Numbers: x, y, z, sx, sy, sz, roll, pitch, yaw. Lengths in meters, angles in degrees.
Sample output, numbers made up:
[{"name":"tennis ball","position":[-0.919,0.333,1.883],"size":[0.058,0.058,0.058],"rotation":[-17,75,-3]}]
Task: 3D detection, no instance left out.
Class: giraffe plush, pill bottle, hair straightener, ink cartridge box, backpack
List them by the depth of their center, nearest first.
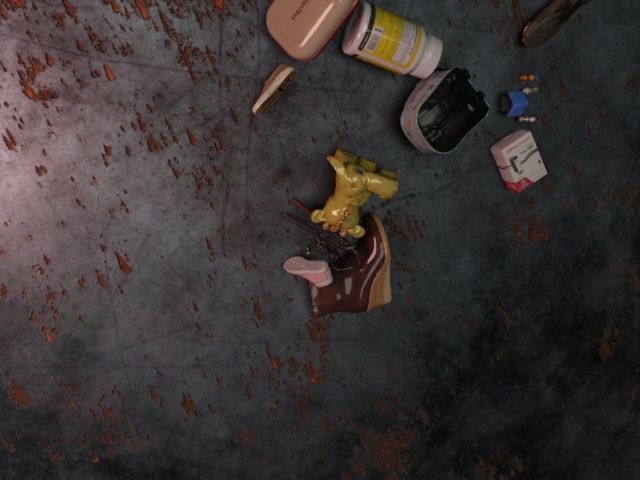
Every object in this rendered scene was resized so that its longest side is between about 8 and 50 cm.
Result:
[{"name":"pill bottle","position":[0.165,-0.452,1.322],"size":[0.209,0.119,0.119],"rotation":[15,99,-21]},{"name":"giraffe plush","position":[0.071,-0.099,1.357],"size":[0.182,0.210,0.170],"rotation":[29,111,11]},{"name":"backpack","position":[0.282,-0.302,1.382],"size":[0.166,0.144,0.188],"rotation":[44,74,-29]},{"name":"hair straightener","position":[0.000,0.000,1.399],"size":[0.230,0.047,0.089],"rotation":[37,92,-6]},{"name":"ink cartridge box","position":[0.528,-0.213,1.537],"size":[0.099,0.056,0.135],"rotation":[-34,112,-6]}]

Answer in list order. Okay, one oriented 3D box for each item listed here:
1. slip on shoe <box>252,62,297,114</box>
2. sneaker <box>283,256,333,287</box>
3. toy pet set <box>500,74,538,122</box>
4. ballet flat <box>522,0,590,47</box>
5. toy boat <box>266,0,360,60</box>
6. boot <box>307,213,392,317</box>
[{"name":"slip on shoe","position":[-0.112,-0.344,1.306],"size":[0.041,0.051,0.135],"rotation":[43,99,17]},{"name":"sneaker","position":[-0.028,0.081,1.408],"size":[0.051,0.135,0.070],"rotation":[-57,134,-32]},{"name":"toy pet set","position":[0.530,-0.365,1.492],"size":[0.114,0.065,0.122],"rotation":[-8,106,-16]},{"name":"ballet flat","position":[0.603,-0.587,1.467],"size":[0.250,0.058,0.084],"rotation":[-42,148,2]},{"name":"toy boat","position":[0.002,-0.506,1.250],"size":[0.151,0.151,0.231],"rotation":[49,122,6]},{"name":"boot","position":[0.068,0.066,1.448],"size":[0.207,0.090,0.248],"rotation":[-8,98,-8]}]
